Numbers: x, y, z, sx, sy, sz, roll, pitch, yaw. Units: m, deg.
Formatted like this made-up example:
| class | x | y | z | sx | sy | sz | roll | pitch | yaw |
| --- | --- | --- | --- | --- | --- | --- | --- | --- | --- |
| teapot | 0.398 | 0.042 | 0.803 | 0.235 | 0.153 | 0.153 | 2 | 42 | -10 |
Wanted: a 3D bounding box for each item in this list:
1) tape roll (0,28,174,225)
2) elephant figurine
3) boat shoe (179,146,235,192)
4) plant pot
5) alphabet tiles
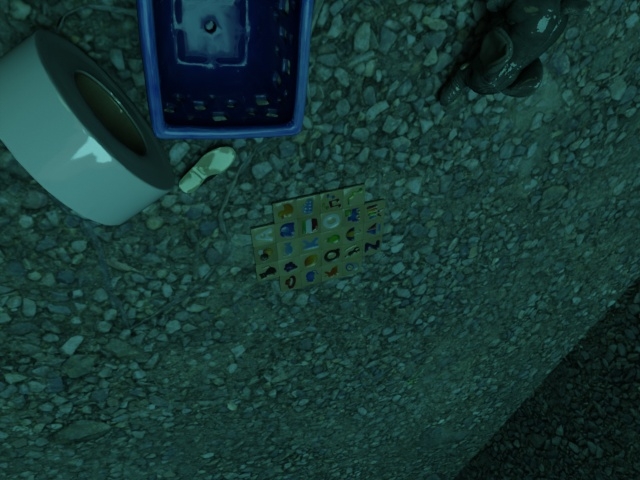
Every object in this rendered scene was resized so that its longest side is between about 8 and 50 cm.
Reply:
| class | x | y | z | sx | sy | sz | roll | pitch | yaw |
| --- | --- | --- | --- | --- | --- | --- | --- | --- | --- |
| tape roll | -0.352 | -0.165 | 0.732 | 0.100 | 0.286 | 0.286 | -34 | 132 | 5 |
| elephant figurine | 0.363 | -0.357 | 0.947 | 0.169 | 0.186 | 0.240 | 23 | 106 | 3 |
| boat shoe | -0.227 | -0.147 | 0.965 | 0.133 | 0.042 | 0.049 | -36 | 112 | 8 |
| plant pot | -0.156 | -0.309 | 0.746 | 0.235 | 0.212 | 0.236 | -6 | 129 | -18 |
| alphabet tiles | 0.000 | 0.000 | 1.203 | 0.342 | 0.011 | 0.285 | -13 | 131 | -13 |
